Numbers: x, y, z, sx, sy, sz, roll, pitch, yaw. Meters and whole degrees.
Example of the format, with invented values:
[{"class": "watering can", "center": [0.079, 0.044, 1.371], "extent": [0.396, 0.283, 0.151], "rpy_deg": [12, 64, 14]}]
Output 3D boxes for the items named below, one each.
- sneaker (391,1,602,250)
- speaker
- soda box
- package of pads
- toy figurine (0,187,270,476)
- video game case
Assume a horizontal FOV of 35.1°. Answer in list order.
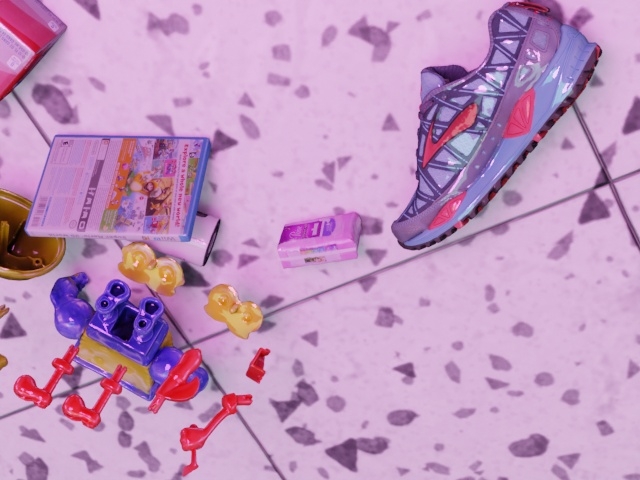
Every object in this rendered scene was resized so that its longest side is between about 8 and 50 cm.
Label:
[{"class": "sneaker", "center": [0.136, -0.107, 0.940], "extent": [0.125, 0.104, 0.262], "rpy_deg": [41, 116, 7]}, {"class": "speaker", "center": [-0.177, -0.019, 1.057], "extent": [0.136, 0.055, 0.055], "rpy_deg": [19, 121, 0]}, {"class": "soda box", "center": [-0.374, -0.251, 0.946], "extent": [0.263, 0.083, 0.092], "rpy_deg": [42, 118, -14]}, {"class": "package of pads", "center": [0.000, 0.000, 1.037], "extent": [0.083, 0.050, 0.032], "rpy_deg": [-9, 123, 15]}, {"class": "toy figurine", "center": [-0.246, 0.115, 1.079], "extent": [0.363, 0.191, 0.217], "rpy_deg": [26, 155, 1]}, {"class": "video game case", "center": [-0.200, -0.054, 1.010], "extent": [0.166, 0.119, 0.015], "rpy_deg": [2, 148, 10]}]
